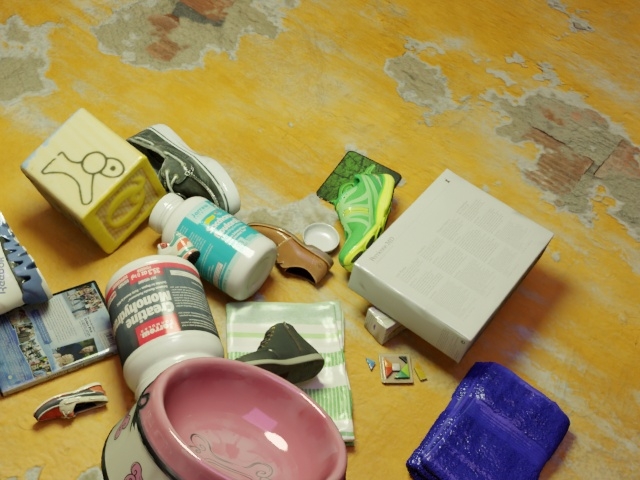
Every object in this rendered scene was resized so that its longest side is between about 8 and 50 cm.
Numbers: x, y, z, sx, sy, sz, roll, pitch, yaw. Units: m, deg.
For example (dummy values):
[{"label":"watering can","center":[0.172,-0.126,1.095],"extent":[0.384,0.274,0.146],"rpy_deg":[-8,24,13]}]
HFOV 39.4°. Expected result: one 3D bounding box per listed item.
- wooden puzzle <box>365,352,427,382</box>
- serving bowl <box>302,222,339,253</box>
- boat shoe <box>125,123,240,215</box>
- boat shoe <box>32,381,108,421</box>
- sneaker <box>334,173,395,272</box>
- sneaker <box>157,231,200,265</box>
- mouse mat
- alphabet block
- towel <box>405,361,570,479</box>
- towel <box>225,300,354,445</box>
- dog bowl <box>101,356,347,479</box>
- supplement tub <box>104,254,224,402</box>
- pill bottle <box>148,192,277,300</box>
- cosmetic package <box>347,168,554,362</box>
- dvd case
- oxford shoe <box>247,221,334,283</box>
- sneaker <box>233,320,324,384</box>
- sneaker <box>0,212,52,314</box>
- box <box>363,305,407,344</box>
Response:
[{"label":"wooden puzzle","center":[0.156,0.261,1.839],"extent":[0.116,0.014,0.079],"rpy_deg":[-4,52,-14]},{"label":"serving bowl","center":[0.000,0.000,2.014],"extent":[0.083,0.027,0.083],"rpy_deg":[5,51,-6]},{"label":"boat shoe","center":[-0.318,-0.143,2.019],"extent":[0.119,0.121,0.335],"rpy_deg":[-29,51,-34]},{"label":"boat shoe","center":[-0.464,0.309,1.665],"extent":[0.137,0.049,0.043],"rpy_deg":[-19,59,-30]},{"label":"sneaker","center":[0.085,-0.041,2.023],"extent":[0.123,0.109,0.295],"rpy_deg":[12,46,11]},{"label":"sneaker","center":[-0.313,0.046,1.837],"extent":[0.075,0.161,0.057],"rpy_deg":[53,34,13]},{"label":"mouse mat","center":[0.095,-0.135,2.157],"extent":[0.152,0.007,0.190],"rpy_deg":[27,52,11]},{"label":"alphabet block","center":[-0.475,-0.124,1.889],"extent":[0.197,0.193,0.192],"rpy_deg":[38,77,19]},{"label":"towel","center":[0.332,0.387,1.730],"extent":[0.227,0.076,0.308],"rpy_deg":[32,53,16]},{"label":"towel","center":[-0.061,0.259,1.786],"extent":[0.247,0.038,0.325],"rpy_deg":[1,51,-9]},{"label":"dog bowl","center":[-0.136,0.348,1.459],"extent":[0.408,0.150,0.408],"rpy_deg":[23,22,-9]},{"label":"supplement tub","center":[-0.294,0.181,1.706],"extent":[0.191,0.191,0.272],"rpy_deg":[-11,54,-19]},{"label":"pill bottle","center":[-0.233,0.003,1.891],"extent":[0.264,0.146,0.146],"rpy_deg":[32,53,15]},{"label":"cosmetic package","center":[0.281,0.041,1.904],"extent":[0.284,0.097,0.377],"rpy_deg":[35,53,16]},{"label":"dvd case","center":[-0.533,0.188,1.766],"extent":[0.253,0.022,0.180],"rpy_deg":[-20,56,-24]},{"label":"oxford shoe","center":[-0.080,0.026,1.952],"extent":[0.212,0.076,0.076],"rpy_deg":[27,64,13]},{"label":"sneaker","center":[-0.108,0.223,1.717],"extent":[0.222,0.083,0.118],"rpy_deg":[1,35,-44]},{"label":"sneaker","center":[-0.690,0.042,1.781],"extent":[0.182,0.127,0.315],"rpy_deg":[-31,58,-25]},{"label":"box","center":[0.235,0.115,1.940],"extent":[0.324,0.067,0.063],"rpy_deg":[-28,61,-30]}]
